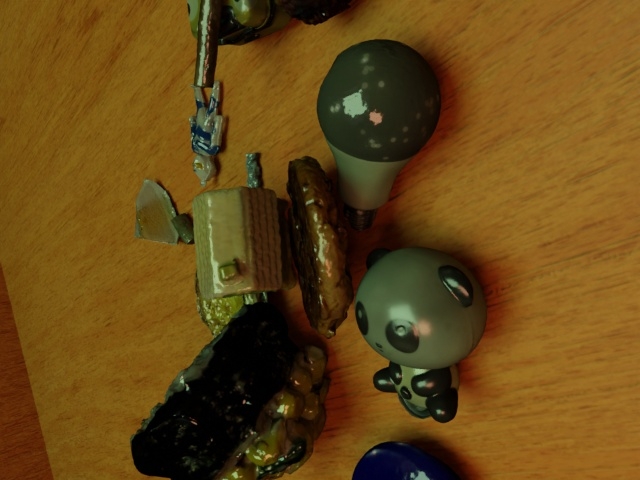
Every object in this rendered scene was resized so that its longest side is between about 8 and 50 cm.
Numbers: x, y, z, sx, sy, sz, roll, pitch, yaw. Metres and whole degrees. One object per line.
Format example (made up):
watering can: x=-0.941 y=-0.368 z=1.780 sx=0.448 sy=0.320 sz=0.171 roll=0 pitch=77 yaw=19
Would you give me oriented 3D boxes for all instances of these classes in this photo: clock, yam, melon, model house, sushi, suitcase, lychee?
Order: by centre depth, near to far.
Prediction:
lychee: x=-0.010 y=-0.441 z=0.981 sx=0.188 sy=0.188 sz=0.188 roll=12 pitch=106 yaw=46
clock: x=0.163 y=0.252 z=1.041 sx=0.085 sy=0.017 sz=0.085 roll=11 pitch=106 yaw=46
yam: x=-0.187 y=-0.422 z=1.059 sx=0.045 sy=0.045 sz=0.326 roll=-136 pitch=50 yaw=-58
model house: x=-0.136 y=0.005 z=1.128 sx=0.234 sy=0.175 sz=0.193 roll=112 pitch=154 yaw=-85
sushi: x=-0.141 y=0.329 z=1.141 sx=0.285 sy=0.328 sz=0.328 roll=40 pitch=112 yaw=2
suitcase: x=-0.143 y=-0.476 z=1.141 sx=0.194 sy=0.143 sz=0.234 roll=0 pitch=97 yaw=47
yam: x=-0.322 y=-0.028 z=1.499 sx=0.094 sy=0.043 sz=0.043 roll=55 pitch=132 yaw=25
melon: x=-0.426 y=-0.047 z=1.577 sx=0.139 sy=0.093 sz=0.202 roll=-52 pitch=55 yaw=48

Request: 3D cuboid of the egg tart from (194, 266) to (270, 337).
egg tart: x=-0.180 y=0.115 z=1.334 sx=0.234 sy=0.094 sz=0.234 roll=14 pitch=110 yaw=43

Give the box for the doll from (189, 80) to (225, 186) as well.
doll: x=-0.251 y=-0.230 z=1.373 sx=0.114 sy=0.057 sz=0.227 roll=6 pitch=100 yaw=43

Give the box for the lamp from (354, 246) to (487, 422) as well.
lamp: x=0.146 y=0.129 z=0.924 sx=0.198 sy=0.198 sz=0.243 roll=15 pitch=118 yaw=45

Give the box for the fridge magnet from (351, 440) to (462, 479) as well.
fridge magnet: x=0.155 y=0.455 z=1.019 sx=0.266 sy=0.113 sz=0.265 roll=13 pitch=108 yaw=46

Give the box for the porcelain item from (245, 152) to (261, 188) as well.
porcelain item: x=-0.137 y=-0.138 z=1.287 sx=0.036 sy=0.028 sz=0.083 roll=20 pitch=115 yaw=62

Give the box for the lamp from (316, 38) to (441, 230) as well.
lamp: x=0.078 y=-0.165 z=0.974 sx=0.182 sy=0.182 sz=0.313 roll=57 pitch=159 yaw=23

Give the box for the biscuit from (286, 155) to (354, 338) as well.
biscuit: x=0.001 y=0.004 z=1.036 sx=0.334 sy=0.081 sz=0.289 roll=-119 pitch=21 yaw=-71
